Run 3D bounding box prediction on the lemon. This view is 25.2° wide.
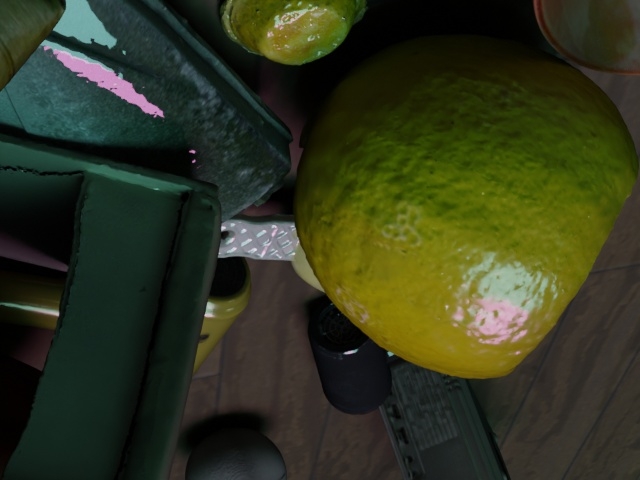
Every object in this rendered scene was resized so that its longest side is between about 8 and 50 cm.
[{"bbox_3d":[0.088,-0.036,1.013,0.219,0.240,0.240,30,136,-2],"label":"lemon"}]

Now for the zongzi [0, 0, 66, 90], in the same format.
[{"bbox_3d":[-0.289,-0.173,0.734,0.125,0.274,0.251,-50,122,-21],"label":"zongzi"}]

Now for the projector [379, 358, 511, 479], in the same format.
[{"bbox_3d":[0.146,0.243,1.494,0.099,0.192,0.256,-21,148,5],"label":"projector"}]

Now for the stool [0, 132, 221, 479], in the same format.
[{"bbox_3d":[-0.219,0.074,0.900,0.270,0.243,0.170,14,152,-8],"label":"stool"}]

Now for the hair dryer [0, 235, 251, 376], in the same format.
[{"bbox_3d":[-0.200,0.044,1.127,0.279,0.090,0.135,10,139,-28],"label":"hair dryer"}]

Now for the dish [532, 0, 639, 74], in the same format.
[{"bbox_3d":[0.250,-0.223,0.933,0.260,0.085,0.260,-13,150,-7],"label":"dish"}]

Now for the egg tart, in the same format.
[{"bbox_3d":[-0.014,-0.150,0.954,0.105,0.039,0.105,-13,150,-8],"label":"egg tart"}]

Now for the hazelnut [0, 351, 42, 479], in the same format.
[{"bbox_3d":[-0.331,0.218,1.076,0.366,0.366,0.366,-13,148,-8],"label":"hazelnut"}]

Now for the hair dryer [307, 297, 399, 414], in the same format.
[{"bbox_3d":[0.110,0.068,1.345,0.255,0.070,0.128,-24,148,-4],"label":"hair dryer"}]

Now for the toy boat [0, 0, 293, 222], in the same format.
[{"bbox_3d":[-0.145,-0.105,0.916,0.141,0.092,0.319,-27,140,17],"label":"toy boat"}]

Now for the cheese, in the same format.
[{"bbox_3d":[0.000,0.000,1.155,0.255,0.050,0.127,1,133,-34],"label":"cheese"}]

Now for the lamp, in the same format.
[{"bbox_3d":[-0.086,0.242,1.458,0.105,0.105,0.105,-13,148,-8],"label":"lamp"}]
